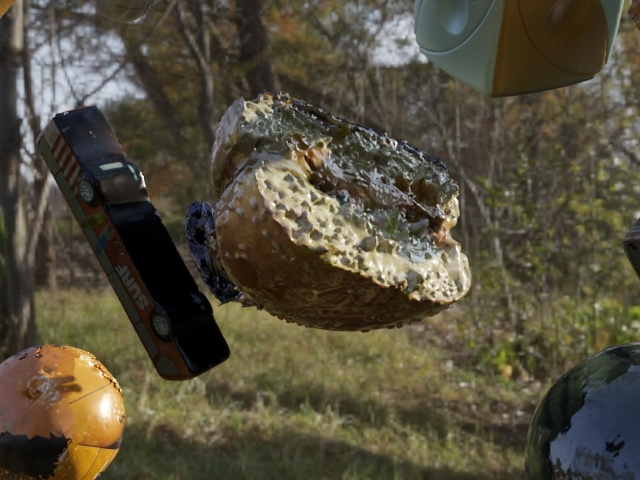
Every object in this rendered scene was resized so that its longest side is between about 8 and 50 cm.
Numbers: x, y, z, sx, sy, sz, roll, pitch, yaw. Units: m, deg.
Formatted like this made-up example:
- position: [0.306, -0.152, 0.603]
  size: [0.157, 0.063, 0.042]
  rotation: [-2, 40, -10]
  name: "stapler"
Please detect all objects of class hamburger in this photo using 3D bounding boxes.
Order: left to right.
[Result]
- position: [0.000, 0.000, 1.267]
  size: [0.445, 0.268, 0.287]
  rotation: [15, -34, -39]
  name: "hamburger"

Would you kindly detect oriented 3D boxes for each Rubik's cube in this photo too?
- position: [0.441, -0.551, 1.967]
  size: [0.352, 0.347, 0.351]
  rotation: [-14, 40, -20]
  name: "Rubik's cube"

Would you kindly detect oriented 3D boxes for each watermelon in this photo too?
- position: [0.344, 0.267, 0.822]
  size: [0.279, 0.359, 0.279]
  rotation: [-12, -32, -7]
  name: "watermelon"

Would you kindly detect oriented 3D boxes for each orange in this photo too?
- position: [-0.403, 0.266, 1.297]
  size: [0.234, 0.182, 0.234]
  rotation: [3, 42, -3]
  name: "orange"

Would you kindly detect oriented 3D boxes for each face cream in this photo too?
- position: [-0.332, -0.438, 1.488]
  size: [0.117, 0.117, 0.104]
  rotation: [-1, -21, -29]
  name: "face cream"

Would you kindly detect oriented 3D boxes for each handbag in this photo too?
- position: [-0.193, 0.026, 1.845]
  size: [0.127, 0.228, 0.208]
  rotation: [-25, -16, 10]
  name: "handbag"

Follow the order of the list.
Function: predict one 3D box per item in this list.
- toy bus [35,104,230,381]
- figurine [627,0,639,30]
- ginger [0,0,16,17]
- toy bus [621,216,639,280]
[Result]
- position: [-0.261, 0.006, 1.229]
  size: [0.092, 0.409, 0.093]
  rotation: [-32, -5, 42]
  name: "toy bus"
- position: [0.611, -0.305, 1.455]
  size: [0.158, 0.275, 0.161]
  rotation: [5, 26, 45]
  name: "figurine"
- position: [-0.252, -0.304, 0.686]
  size: [0.133, 0.309, 0.107]
  rotation: [12, 0, -6]
  name: "ginger"
- position: [0.568, -0.004, 1.163]
  size: [0.289, 0.139, 0.157]
  rotation: [-16, 24, 51]
  name: "toy bus"
